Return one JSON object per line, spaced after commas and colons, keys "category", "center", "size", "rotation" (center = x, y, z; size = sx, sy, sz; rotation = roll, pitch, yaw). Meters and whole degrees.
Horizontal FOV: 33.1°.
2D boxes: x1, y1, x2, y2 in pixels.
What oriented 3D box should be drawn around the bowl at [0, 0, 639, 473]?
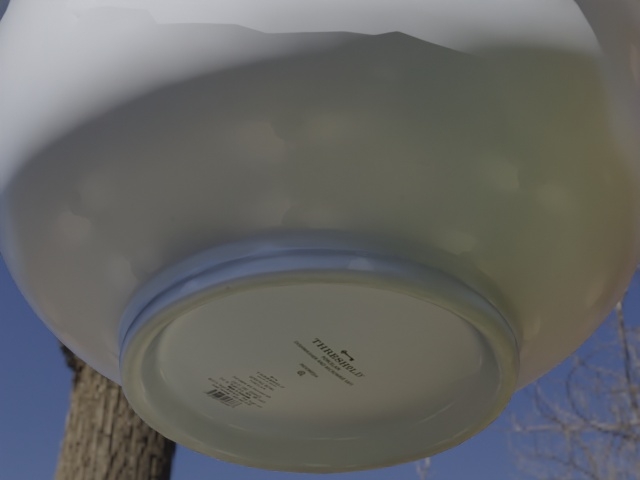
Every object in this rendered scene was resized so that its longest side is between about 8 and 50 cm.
{"category": "bowl", "center": [0.000, 0.000, 0.420], "size": [0.298, 0.134, 0.297], "rotation": [0, -38, 0]}
